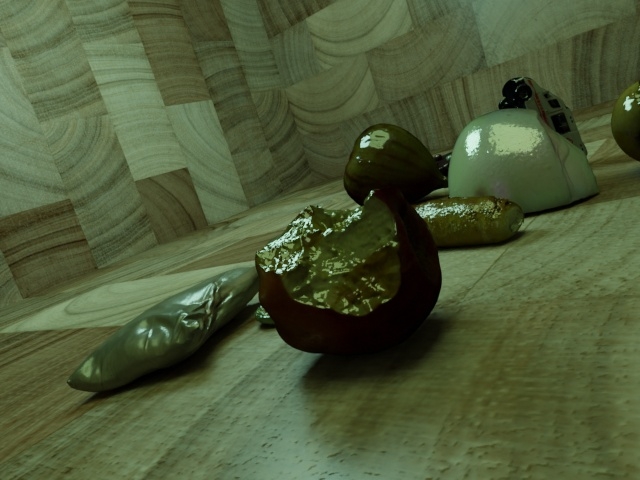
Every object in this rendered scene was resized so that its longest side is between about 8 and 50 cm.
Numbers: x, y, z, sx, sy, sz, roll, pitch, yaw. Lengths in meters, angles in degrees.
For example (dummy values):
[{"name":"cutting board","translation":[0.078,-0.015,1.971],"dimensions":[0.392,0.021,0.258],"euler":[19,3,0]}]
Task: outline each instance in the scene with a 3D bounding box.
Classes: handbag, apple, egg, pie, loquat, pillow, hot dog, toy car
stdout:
[{"name":"handbag","translation":[0.337,-0.206,1.472],"dimensions":[0.203,0.073,0.216],"euler":[-14,10,26]},{"name":"apple","translation":[0.026,0.033,0.472],"dimensions":[0.158,0.147,0.156],"euler":[-25,39,22]},{"name":"egg","translation":[0.312,-0.139,0.856],"dimensions":[0.207,0.161,0.271],"euler":[-15,9,11]},{"name":"pie","translation":[-0.048,0.087,0.654],"dimensions":[0.084,0.021,0.084],"euler":[-16,13,4]},{"name":"loquat","translation":[0.528,-0.185,0.768],"dimensions":[0.163,0.163,0.137],"euler":[-14,46,22]},{"name":"pillow","translation":[-0.178,0.103,0.670],"dimensions":[0.173,0.067,0.270],"euler":[-21,8,17]},{"name":"hot dog","translation":[0.166,-0.026,0.770],"dimensions":[0.083,0.068,0.289],"euler":[-33,17,-33]},{"name":"toy car","translation":[0.442,-0.233,1.011],"dimensions":[0.108,0.209,0.089],"euler":[-21,-3,-3]}]

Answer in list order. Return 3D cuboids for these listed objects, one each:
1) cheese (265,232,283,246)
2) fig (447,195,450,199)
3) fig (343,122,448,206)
[{"name":"cheese","translation":[0.000,0.000,0.889],"dimensions":[0.163,0.082,0.286],"euler":[-15,9,15]},{"name":"fig","translation":[0.339,-0.154,1.062],"dimensions":[0.128,0.128,0.150],"euler":[-9,41,45]},{"name":"fig","translation":[0.221,-0.162,1.193],"dimensions":[0.321,0.216,0.217],"euler":[11,22,24]}]
